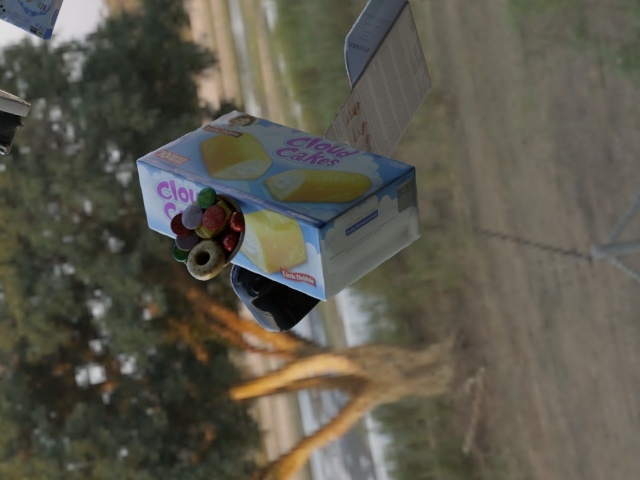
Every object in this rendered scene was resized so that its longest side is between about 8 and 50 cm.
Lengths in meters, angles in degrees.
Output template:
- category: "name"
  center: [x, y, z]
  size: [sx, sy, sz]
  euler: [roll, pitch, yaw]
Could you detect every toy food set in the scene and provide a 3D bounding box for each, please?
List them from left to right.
- category: "toy food set"
  center: [-0.112, -0.008, 1.422]
  size: [0.082, 0.083, 0.020]
  euler: [44, -171, 30]

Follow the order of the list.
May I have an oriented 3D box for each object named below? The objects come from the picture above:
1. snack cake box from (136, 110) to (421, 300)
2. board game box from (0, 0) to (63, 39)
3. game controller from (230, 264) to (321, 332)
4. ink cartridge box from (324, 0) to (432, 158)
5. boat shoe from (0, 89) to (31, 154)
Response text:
- category: "snack cake box"
  center: [-0.044, -0.044, 1.501]
  size: [0.264, 0.152, 0.089]
  euler: [20, 130, 38]
- category: "board game box"
  center: [-0.377, -0.319, 1.874]
  size: [0.020, 0.090, 0.090]
  euler: [-13, -53, -67]
- category: "game controller"
  center: [0.000, 0.000, 2.270]
  size: [0.067, 0.319, 0.166]
  euler: [32, 160, 42]
- category: "ink cartridge box"
  center: [0.057, -0.172, 1.812]
  size: [0.225, 0.056, 0.181]
  euler: [-57, -28, -21]
- category: "boat shoe"
  center: [-0.541, -0.187, 2.011]
  size: [0.114, 0.302, 0.091]
  euler: [28, 99, 46]
